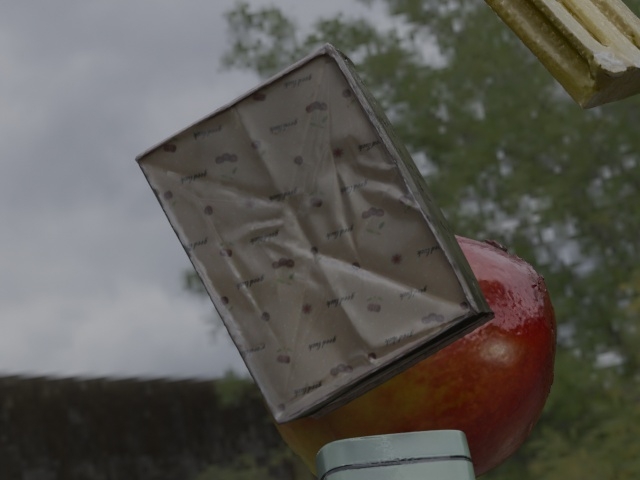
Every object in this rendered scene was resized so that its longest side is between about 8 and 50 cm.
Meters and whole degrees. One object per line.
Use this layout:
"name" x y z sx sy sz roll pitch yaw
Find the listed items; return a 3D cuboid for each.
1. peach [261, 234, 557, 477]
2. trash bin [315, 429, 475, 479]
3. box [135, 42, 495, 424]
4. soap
"peach" 0.106 0.137 2.092 0.370 0.370 0.370 -10 -14 -3
"trash bin" 0.063 0.212 1.278 0.116 0.130 0.059 -4 -27 -12
"box" 0.000 0.000 1.668 0.225 0.297 0.190 -30 -6 8
"soap" 0.382 -0.351 2.699 0.199 0.315 0.091 -20 -26 -45
